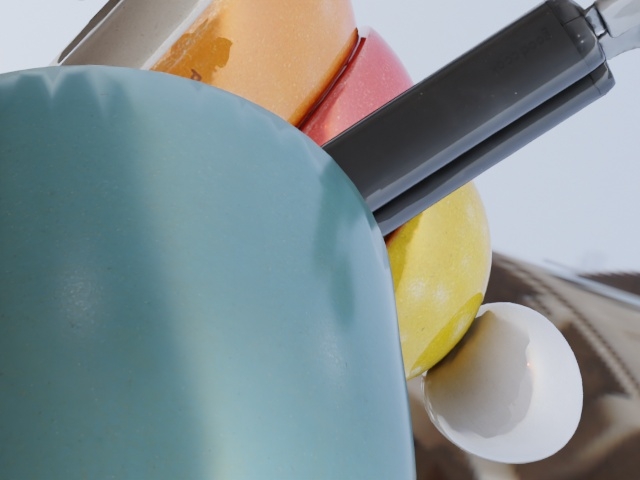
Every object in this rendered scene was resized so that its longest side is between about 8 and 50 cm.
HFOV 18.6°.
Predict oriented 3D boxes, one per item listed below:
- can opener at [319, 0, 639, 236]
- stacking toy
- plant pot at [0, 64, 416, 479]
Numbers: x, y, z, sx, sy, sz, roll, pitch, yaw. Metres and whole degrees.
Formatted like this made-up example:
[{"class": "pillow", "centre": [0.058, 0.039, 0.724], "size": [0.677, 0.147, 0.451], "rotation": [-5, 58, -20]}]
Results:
[{"class": "can opener", "centre": [0.135, -0.076, 1.019], "size": [0.283, 0.076, 0.095], "rotation": [-33, -113, 6]}, {"class": "stacking toy", "centre": [0.000, 0.000, 1.430], "size": [0.350, 0.480, 0.350], "rotation": [-44, -170, 10]}, {"class": "plant pot", "centre": [-0.091, 0.114, 0.797], "size": [0.293, 0.293, 0.235], "rotation": [-50, -149, 25]}]
